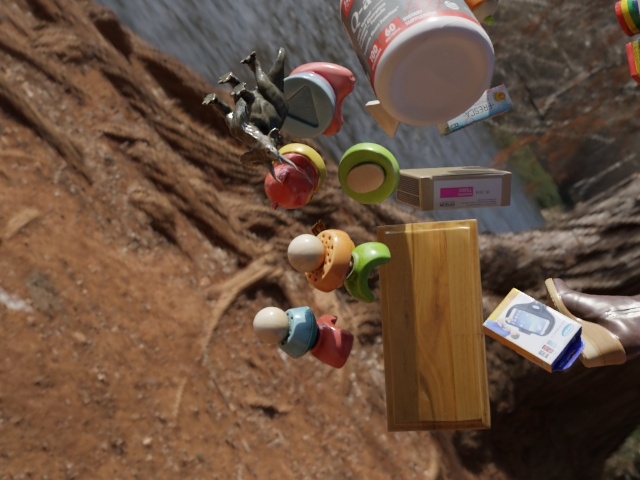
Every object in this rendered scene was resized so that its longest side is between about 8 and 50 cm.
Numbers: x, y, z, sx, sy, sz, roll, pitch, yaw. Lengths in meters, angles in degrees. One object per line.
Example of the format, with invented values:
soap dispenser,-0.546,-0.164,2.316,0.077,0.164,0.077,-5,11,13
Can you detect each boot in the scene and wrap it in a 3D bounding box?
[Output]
boot,0.575,0.138,1.825,0.248,0.206,0.090,-110,180,-50

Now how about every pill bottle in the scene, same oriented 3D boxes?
pill bottle,0.152,-0.387,1.646,0.210,0.210,0.363,47,17,-43

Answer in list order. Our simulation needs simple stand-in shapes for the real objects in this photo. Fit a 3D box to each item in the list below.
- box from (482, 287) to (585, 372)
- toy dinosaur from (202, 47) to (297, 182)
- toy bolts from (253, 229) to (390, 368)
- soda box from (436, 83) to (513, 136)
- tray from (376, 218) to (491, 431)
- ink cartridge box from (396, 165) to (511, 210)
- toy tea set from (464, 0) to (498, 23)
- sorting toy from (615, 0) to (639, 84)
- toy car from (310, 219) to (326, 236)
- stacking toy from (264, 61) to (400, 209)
box,0.316,0.133,1.354,0.136,0.081,0.028,29,-24,35
toy dinosaur,-0.117,-0.243,1.714,0.160,0.121,0.314,54,27,-30
toy bolts,-0.023,0.079,1.530,0.158,0.229,0.218,16,7,-26
soda box,0.357,-0.304,2.167,0.063,0.183,0.058,67,-19,1
tray,0.226,0.171,1.859,0.076,0.202,0.411,17,69,-78
ink cartridge box,0.324,-0.130,2.280,0.193,0.234,0.088,-143,-129,-74
toy tea set,0.457,-0.623,2.179,0.200,0.336,0.124,-16,68,-50
sorting toy,0.783,-0.455,2.156,0.257,0.089,0.256,22,58,-43
toy car,0.000,0.000,1.967,0.060,0.040,0.122,43,-11,51
stacking toy,0.020,-0.185,1.869,0.130,0.279,0.309,-55,156,-57
